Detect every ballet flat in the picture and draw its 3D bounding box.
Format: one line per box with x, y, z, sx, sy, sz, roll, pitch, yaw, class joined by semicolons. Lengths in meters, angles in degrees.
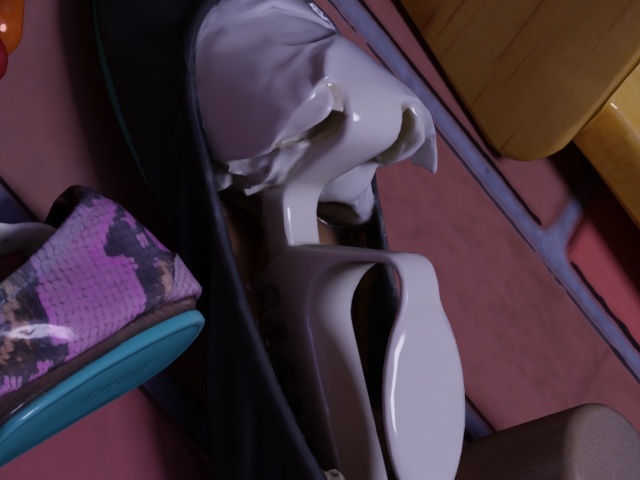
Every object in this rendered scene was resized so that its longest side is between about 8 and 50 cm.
0.000;0.000;0.638;0.095;0.096;0.280;-4;74;-44;ballet flat
-0.117;0.044;0.533;0.079;0.077;0.221;44;39;5;ballet flat

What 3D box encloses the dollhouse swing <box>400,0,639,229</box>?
0.251;-0.151;0.826;0.305;0.315;0.347;42;44;6;dollhouse swing

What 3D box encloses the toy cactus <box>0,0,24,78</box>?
-0.118;-0.163;0.610;0.180;0.112;0.219;36;58;-14;toy cactus

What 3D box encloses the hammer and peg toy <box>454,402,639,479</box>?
0.211;0.205;0.722;0.266;0.127;0.361;-21;87;-47;hammer and peg toy
